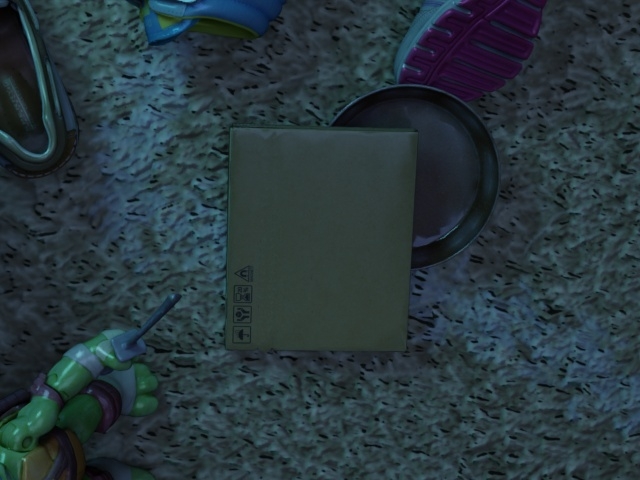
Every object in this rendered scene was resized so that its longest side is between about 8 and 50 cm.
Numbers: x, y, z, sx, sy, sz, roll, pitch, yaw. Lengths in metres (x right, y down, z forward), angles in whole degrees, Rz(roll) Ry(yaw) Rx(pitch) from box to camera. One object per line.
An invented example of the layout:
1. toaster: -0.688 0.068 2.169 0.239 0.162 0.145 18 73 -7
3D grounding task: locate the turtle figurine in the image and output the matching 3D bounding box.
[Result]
1. turtle figurine: -0.157 0.177 1.135 0.275 0.266 0.198 -29 89 8

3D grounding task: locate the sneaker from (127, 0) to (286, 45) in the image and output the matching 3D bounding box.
1. sneaker: -0.143 -0.285 1.197 0.319 0.127 0.208 31 86 -10

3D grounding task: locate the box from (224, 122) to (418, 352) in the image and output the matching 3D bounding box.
1. box: 0.000 0.000 1.269 0.164 0.021 0.201 1 103 -5

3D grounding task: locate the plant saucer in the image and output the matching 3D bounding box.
1. plant saucer: 0.075 -0.057 1.286 0.168 0.029 0.168 -1 104 -2

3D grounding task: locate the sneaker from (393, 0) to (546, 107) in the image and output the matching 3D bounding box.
1. sneaker: 0.148 -0.230 1.272 0.103 0.111 0.252 27 110 -31

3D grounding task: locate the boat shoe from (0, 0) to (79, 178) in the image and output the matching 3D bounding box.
1. boat shoe: -0.288 -0.191 1.185 0.113 0.103 0.302 -33 99 -7
